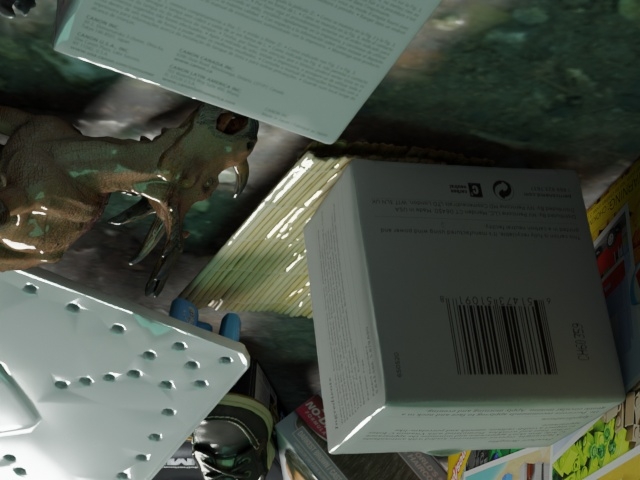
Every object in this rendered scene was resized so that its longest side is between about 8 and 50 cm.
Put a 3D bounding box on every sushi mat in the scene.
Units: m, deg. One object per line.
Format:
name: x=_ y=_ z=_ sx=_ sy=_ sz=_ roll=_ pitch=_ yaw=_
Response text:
sushi mat: x=0.000 y=0.000 z=1.047 sx=0.151 sy=0.019 sz=0.316 roll=5 pitch=156 yaw=-23

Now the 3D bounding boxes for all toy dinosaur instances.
toy dinosaur: x=-0.202 y=-0.024 z=0.945 sx=0.296 sy=0.127 sz=0.200 roll=-11 pitch=158 yaw=39

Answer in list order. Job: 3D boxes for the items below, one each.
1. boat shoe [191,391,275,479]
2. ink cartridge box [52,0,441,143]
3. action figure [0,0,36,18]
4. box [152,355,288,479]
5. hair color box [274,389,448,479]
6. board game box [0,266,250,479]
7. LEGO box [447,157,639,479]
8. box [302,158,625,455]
boat shoe: x=-0.086 y=0.213 z=1.298 sx=0.080 sy=0.073 sz=0.223 roll=2 pitch=154 yaw=6
ink cartridge box: x=-0.018 y=-0.167 z=0.721 sx=0.189 sy=0.066 sz=0.232 roll=17 pitch=130 yaw=-25
action figure: x=-0.140 y=-0.192 z=0.590 sx=0.285 sy=0.099 sz=0.185 roll=-4 pitch=148 yaw=21
box: x=-0.188 y=0.208 z=1.470 sx=0.296 sy=0.073 sz=0.293 roll=0 pitch=153 yaw=9
hair color box: x=0.054 y=0.302 z=1.461 sx=0.114 sy=0.185 sz=0.374 roll=-36 pitch=157 yaw=-16
board game box: x=-0.317 y=0.125 z=1.179 sx=0.390 sy=0.050 sz=0.390 roll=22 pitch=134 yaw=-19
LEGO box: x=0.267 y=0.176 z=0.995 sx=0.193 sy=0.372 sz=0.500 roll=10 pitch=153 yaw=-12
box: x=0.095 y=0.049 z=0.925 sx=0.181 sy=0.182 sz=0.119 roll=2 pitch=155 yaw=-20
